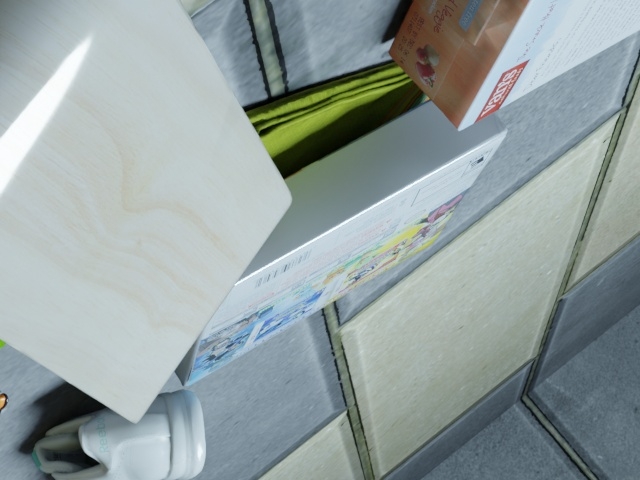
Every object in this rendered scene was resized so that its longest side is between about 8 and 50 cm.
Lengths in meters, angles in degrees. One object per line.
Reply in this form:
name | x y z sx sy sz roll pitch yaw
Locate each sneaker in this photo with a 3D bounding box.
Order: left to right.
sneaker | -0.150 0.148 0.979 0.094 0.080 0.212 -2 157 -23

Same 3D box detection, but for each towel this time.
towel | 0.018 -0.062 0.851 0.237 0.021 0.102 -23 156 -44

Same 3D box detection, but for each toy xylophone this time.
toy xylophone | -0.109 0.000 0.504 0.236 0.081 0.322 -53 161 -17

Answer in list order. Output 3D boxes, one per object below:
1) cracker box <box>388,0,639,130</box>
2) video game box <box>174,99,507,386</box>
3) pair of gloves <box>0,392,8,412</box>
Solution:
cracker box | 0.158 -0.170 0.789 0.232 0.067 0.155 -30 161 -32
video game box | 0.000 0.000 0.887 0.205 0.048 0.187 -29 165 -19
pair of gloves | -0.220 0.121 0.832 0.074 0.010 0.083 -18 154 -53
